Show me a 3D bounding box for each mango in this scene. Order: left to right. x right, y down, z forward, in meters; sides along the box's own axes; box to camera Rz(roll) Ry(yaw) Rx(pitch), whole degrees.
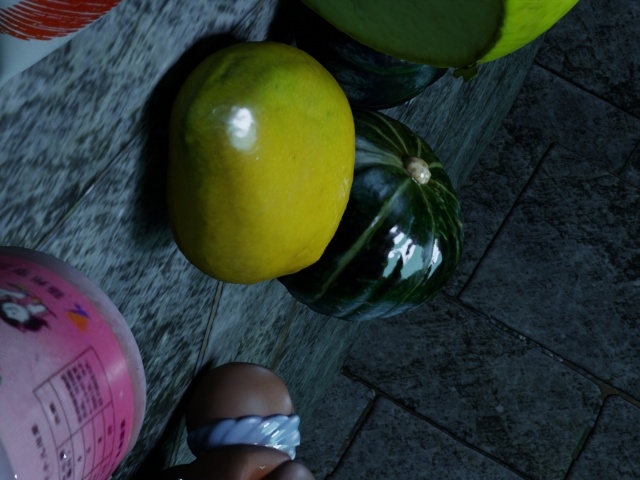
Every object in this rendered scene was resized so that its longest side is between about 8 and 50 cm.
[{"bbox_3d":[-0.048,-0.057,1.056,0.176,0.119,0.317,-55,162,-10],"label":"mango"}]

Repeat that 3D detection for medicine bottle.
[{"bbox_3d":[-0.185,0.099,0.626,0.147,0.147,0.247,-64,171,23],"label":"medicine bottle"}]

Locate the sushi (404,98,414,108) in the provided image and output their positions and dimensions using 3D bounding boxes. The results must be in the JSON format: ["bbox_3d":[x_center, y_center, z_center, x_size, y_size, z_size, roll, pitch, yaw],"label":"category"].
[{"bbox_3d":[0.163,-0.325,1.600,0.320,0.069,0.339,-52,172,-2],"label":"sushi"}]

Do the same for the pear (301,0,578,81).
[{"bbox_3d":[0.119,-0.286,0.840,0.318,0.238,0.342,-49,169,-15],"label":"pear"}]

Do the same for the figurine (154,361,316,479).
[{"bbox_3d":[-0.136,0.321,1.497,0.277,0.248,0.388,-61,163,24],"label":"figurine"}]

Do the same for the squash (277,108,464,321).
[{"bbox_3d":[0.034,-0.023,1.317,0.172,0.218,0.218,-29,-176,22],"label":"squash"}]

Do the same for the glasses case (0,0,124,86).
[{"bbox_3d":[-0.097,-0.148,0.509,0.128,0.083,0.308,-59,172,-13],"label":"glasses case"}]

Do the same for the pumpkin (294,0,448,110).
[{"bbox_3d":[0.065,-0.194,1.132,0.202,0.140,0.202,-52,171,-12],"label":"pumpkin"}]
